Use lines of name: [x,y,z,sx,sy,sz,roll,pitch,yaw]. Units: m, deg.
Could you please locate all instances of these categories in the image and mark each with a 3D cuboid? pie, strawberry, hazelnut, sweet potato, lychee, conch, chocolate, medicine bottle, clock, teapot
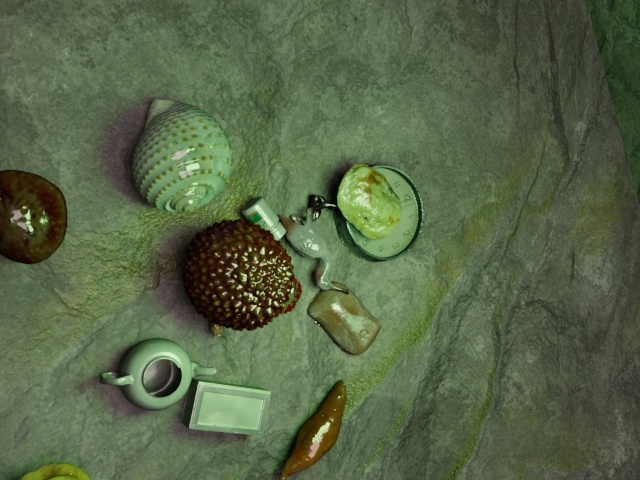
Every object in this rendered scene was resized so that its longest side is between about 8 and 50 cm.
pie: [0.159,-0.128,2.086,0.248,0.090,0.201,43,67,-24]
strawberry: [-0.120,0.151,2.002,0.145,0.086,0.145,-1,91,-29]
hazelnut: [-0.712,-0.063,1.609,0.218,0.218,0.234,-41,106,-24]
sweet potato: [-0.004,0.590,2.045,0.359,0.112,0.112,-48,111,-24]
lychee: [-0.225,0.090,1.827,0.306,0.330,0.306,-18,112,-54]
conch: [-0.359,-0.236,1.811,0.303,0.215,0.319,-8,94,-39]
chocolate: [0.090,0.248,2.118,0.261,0.083,0.161,45,68,-20]
medicine bottle: [-0.166,-0.059,1.982,0.080,0.080,0.130,-45,109,-22]
clock: [0.196,-0.090,2.194,0.325,0.067,0.325,1,88,-29]
teapot: [-0.439,0.359,1.794,0.294,0.129,0.193,-1,88,-29]

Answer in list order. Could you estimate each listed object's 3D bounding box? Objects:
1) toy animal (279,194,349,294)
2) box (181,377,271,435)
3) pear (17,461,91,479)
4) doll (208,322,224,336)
toy animal: [-0.019,0.016,2.050,0.195,0.090,0.324,-6,85,-17]
box: [-0.267,0.476,1.912,0.225,0.086,0.129,14,82,-28]
pear: [-0.642,0.675,1.605,0.271,0.271,0.271,1,89,-29]
doll: [-0.281,0.230,1.929,0.093,0.051,0.061,-45,135,-19]
